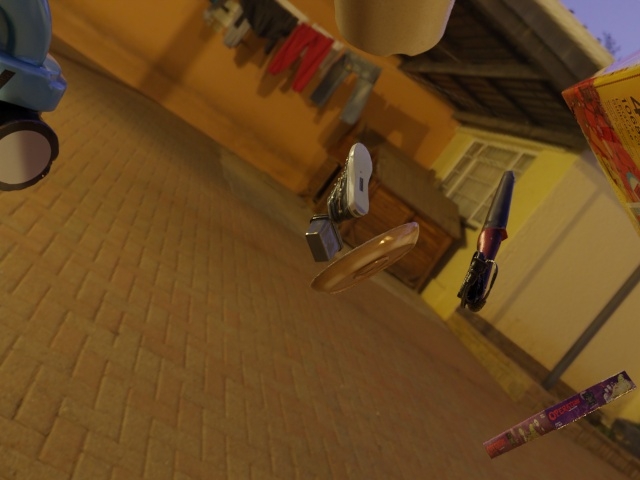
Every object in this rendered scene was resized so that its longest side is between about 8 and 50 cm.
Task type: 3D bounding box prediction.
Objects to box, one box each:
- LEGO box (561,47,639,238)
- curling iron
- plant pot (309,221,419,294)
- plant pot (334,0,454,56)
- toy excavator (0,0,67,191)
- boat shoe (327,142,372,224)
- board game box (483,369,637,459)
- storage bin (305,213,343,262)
[{"bbox_3d":[0.406,0.055,0.410,0.500,0.193,0.372,60,14,-3],"label":"LEGO box"},{"bbox_3d":[0.223,-0.010,0.759,0.035,0.068,0.274,24,43,11],"label":"curling iron"},{"bbox_3d":[0.090,0.042,1.126,0.032,0.236,0.236,59,10,13],"label":"plant pot"},{"bbox_3d":[0.143,-0.524,1.094,0.333,0.333,0.306,40,-28,25],"label":"plant pot"},{"bbox_3d":[-0.433,-0.318,0.630,0.222,0.445,0.432,39,14,26],"label":"toy excavator"},{"bbox_3d":[0.058,-0.123,1.282,0.065,0.083,0.184,32,51,-37],"label":"boat shoe"},{"bbox_3d":[0.505,0.388,1.302,0.056,0.208,0.347,59,-20,22],"label":"board game box"},{"bbox_3d":[0.000,0.000,1.860,0.091,0.098,0.135,-56,134,-50],"label":"storage bin"}]
